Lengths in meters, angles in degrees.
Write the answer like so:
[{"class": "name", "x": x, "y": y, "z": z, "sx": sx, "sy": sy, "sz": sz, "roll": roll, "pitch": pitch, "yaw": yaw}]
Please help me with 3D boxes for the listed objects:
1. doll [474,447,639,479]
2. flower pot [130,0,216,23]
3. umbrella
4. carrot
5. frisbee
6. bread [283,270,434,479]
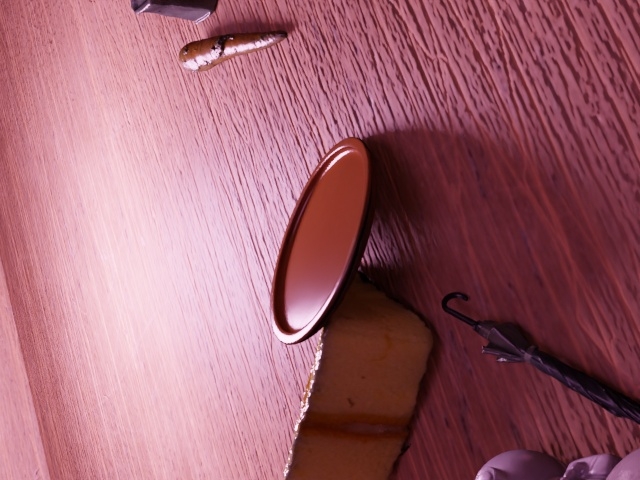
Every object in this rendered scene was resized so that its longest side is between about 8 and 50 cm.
[{"class": "doll", "x": 0.227, "y": 0.227, "z": 0.597, "sx": 0.287, "sy": 0.151, "sz": 0.151, "roll": -19, "pitch": 81, "yaw": 59}, {"class": "flower pot", "x": -0.236, "y": -0.441, "z": 1.103, "sx": 0.103, "sy": 0.108, "sz": 0.229, "roll": -24, "pitch": 76, "yaw": 53}, {"class": "umbrella", "x": 0.204, "y": 0.119, "z": 0.679, "sx": 0.269, "sy": 0.044, "sz": 0.044, "roll": 34, "pitch": 153, "yaw": 46}, {"class": "carrot", "x": -0.128, "y": -0.273, "z": 1.050, "sx": 0.254, "sy": 0.049, "sz": 0.049, "roll": 4, "pitch": 100, "yaw": 48}, {"class": "frisbee", "x": 0.000, "y": 0.000, "z": 0.854, "sx": 0.251, "sy": 0.021, "sz": 0.250, "roll": -51, "pitch": 28, "yaw": 42}, {"class": "bread", "x": 0.027, "y": 0.184, "z": 0.877, "sx": 0.178, "sy": 0.142, "sz": 0.266, "roll": 27, "pitch": 120, "yaw": 30}]
